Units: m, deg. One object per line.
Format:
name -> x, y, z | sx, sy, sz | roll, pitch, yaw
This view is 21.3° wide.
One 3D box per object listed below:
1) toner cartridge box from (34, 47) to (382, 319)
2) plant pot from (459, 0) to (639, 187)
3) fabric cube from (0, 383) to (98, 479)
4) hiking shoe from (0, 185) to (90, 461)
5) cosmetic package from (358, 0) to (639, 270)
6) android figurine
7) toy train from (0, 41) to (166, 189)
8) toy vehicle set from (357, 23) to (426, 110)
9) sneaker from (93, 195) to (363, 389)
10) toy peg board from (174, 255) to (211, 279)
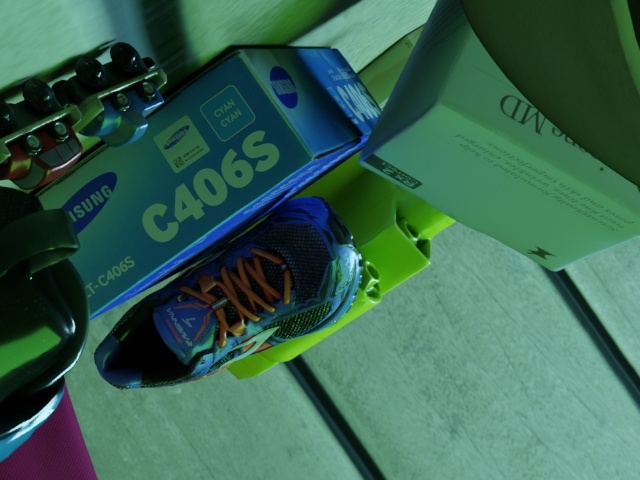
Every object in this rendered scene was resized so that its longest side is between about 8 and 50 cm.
toner cartridge box -> -0.060, -0.046, 1.065 | 0.165, 0.075, 0.348 | -36, 180, 11
plant pot -> 0.166, -0.124, 0.695 | 0.256, 0.256, 0.274 | -35, -164, -11
fabric cube -> -0.261, 0.243, 0.922 | 0.254, 0.258, 0.259 | -10, 162, -43
hiking shoe -> -0.136, 0.048, 0.540 | 0.132, 0.113, 0.304 | -12, 177, -9
cosmetic package -> 0.143, -0.103, 1.033 | 0.183, 0.151, 0.151 | -65, -170, -18
android figurine -> 0.000, 0.000, 1.224 | 0.273, 0.056, 0.248 | -31, -156, 24
toy train -> -0.106, -0.037, 0.625 | 0.027, 0.036, 0.158 | -35, 180, 39
toy vehicle set -> 0.120, -0.192, 1.674 | 0.267, 0.035, 0.166 | -35, 180, -42
sneaker -> -0.060, 0.046, 1.077 | 0.221, 0.083, 0.087 | -36, 173, 38
toy peg board -> -0.079, -0.043, 1.451 | 0.160, 0.079, 0.161 | -52, 173, 24
